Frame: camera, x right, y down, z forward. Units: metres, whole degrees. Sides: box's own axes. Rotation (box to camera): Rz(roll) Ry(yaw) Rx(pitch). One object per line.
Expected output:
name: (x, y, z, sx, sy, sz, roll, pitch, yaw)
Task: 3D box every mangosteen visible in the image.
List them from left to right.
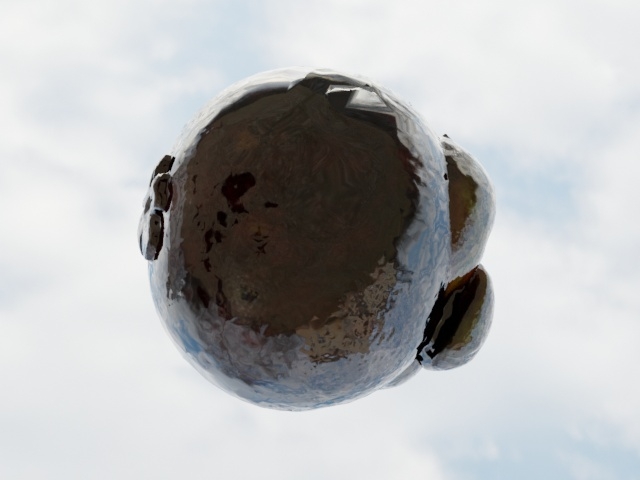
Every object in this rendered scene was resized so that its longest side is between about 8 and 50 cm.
mangosteen: (0.000, 0.000, 0.964, 0.210, 0.210, 0.209, -7, -121, 12)
